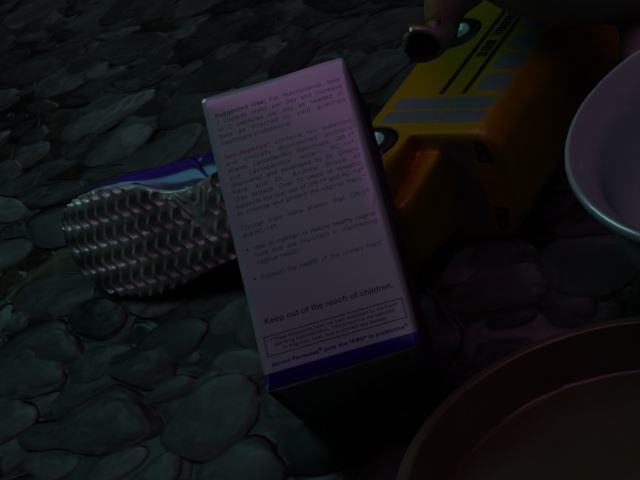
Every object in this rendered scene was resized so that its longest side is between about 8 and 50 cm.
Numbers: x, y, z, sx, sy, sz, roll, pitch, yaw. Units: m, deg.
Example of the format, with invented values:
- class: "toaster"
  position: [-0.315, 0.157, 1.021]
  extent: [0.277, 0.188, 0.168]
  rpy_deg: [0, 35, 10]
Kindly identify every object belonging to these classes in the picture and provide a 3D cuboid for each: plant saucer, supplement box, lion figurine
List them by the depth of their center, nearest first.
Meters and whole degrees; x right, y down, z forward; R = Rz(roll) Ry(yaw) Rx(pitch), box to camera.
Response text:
- class: "plant saucer"
  position: [0.181, 0.144, 0.962]
  extent: [0.277, 0.041, 0.278]
  rpy_deg: [-16, 29, 9]
- class: "supplement box"
  position: [0.000, 0.000, 1.127]
  extent: [0.114, 0.111, 0.220]
  rpy_deg: [-18, 71, 6]
- class: "lion figurine"
  position: [0.198, -0.217, 1.274]
  extent: [0.392, 0.142, 0.240]
  rpy_deg: [25, 40, -8]

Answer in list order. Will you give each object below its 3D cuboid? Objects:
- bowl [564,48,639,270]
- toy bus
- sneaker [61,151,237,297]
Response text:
- class: "bowl"
  position: [0.324, -0.036, 1.061]
  extent: [0.297, 0.134, 0.298]
  rpy_deg: [-15, 33, 10]
- class: "toy bus"
  position: [0.135, -0.099, 1.321]
  extent: [0.130, 0.108, 0.333]
  rpy_deg: [2, 37, 31]
- class: "sneaker"
  position: [-0.081, -0.033, 1.374]
  extent: [0.293, 0.102, 0.146]
  rpy_deg: [-14, 10, 29]
